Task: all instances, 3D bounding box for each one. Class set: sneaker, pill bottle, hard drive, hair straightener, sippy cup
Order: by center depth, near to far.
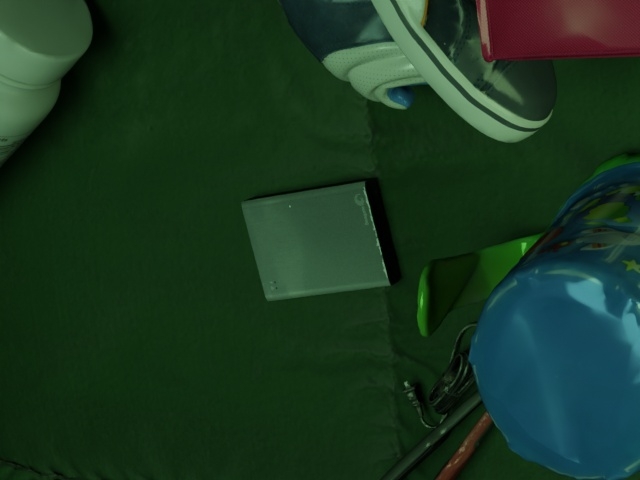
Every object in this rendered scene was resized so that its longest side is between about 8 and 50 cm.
[{"bbox_3d":[0.092,-0.224,1.355,0.127,0.126,0.321,-30,98,35],"label":"sneaker"},{"bbox_3d":[0.231,0.068,1.433,0.305,0.224,0.240,-32,88,35],"label":"sippy cup"},{"bbox_3d":[0.110,-0.243,1.489,0.323,0.130,0.236,-36,98,27],"label":"sneaker"},{"bbox_3d":[0.103,0.150,1.652,0.089,0.047,0.230,42,123,14],"label":"hair straightener"},{"bbox_3d":[0.000,0.000,1.686,0.135,0.022,0.094,-9,100,35],"label":"hard drive"},{"bbox_3d":[-0.342,-0.138,1.779,0.283,0.160,0.160,-42,81,35],"label":"pill bottle"}]

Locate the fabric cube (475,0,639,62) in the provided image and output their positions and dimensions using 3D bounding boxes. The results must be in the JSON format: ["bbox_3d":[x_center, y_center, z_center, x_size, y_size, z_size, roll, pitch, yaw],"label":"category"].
[{"bbox_3d":[0.262,-0.266,1.286,0.258,0.254,0.259,0,106,33],"label":"fabric cube"}]
